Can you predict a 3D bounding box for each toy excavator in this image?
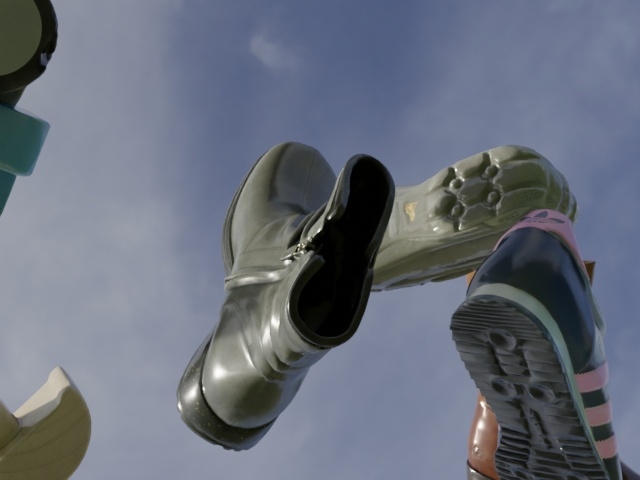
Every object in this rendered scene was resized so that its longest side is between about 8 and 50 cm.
[{"bbox_3d":[-0.355,-0.030,1.137,0.432,0.222,0.445,22,-87,-22],"label":"toy excavator"}]

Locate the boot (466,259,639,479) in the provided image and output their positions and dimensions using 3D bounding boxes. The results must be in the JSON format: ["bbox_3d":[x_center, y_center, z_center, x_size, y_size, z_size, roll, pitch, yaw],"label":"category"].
[{"bbox_3d":[0.268,0.155,1.312,0.096,0.264,0.281,-12,-74,-47],"label":"boot"}]

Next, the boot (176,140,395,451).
[{"bbox_3d":[0.000,0.000,0.779,0.083,0.247,0.161,28,-45,-14],"label":"boot"}]

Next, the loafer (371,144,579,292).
[{"bbox_3d":[0.088,0.000,1.219,0.111,0.319,0.112,33,-127,-45],"label":"loafer"}]

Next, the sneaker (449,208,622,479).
[{"bbox_3d":[0.197,0.113,1.042,0.131,0.112,0.319,-59,-34,-33],"label":"sneaker"}]
